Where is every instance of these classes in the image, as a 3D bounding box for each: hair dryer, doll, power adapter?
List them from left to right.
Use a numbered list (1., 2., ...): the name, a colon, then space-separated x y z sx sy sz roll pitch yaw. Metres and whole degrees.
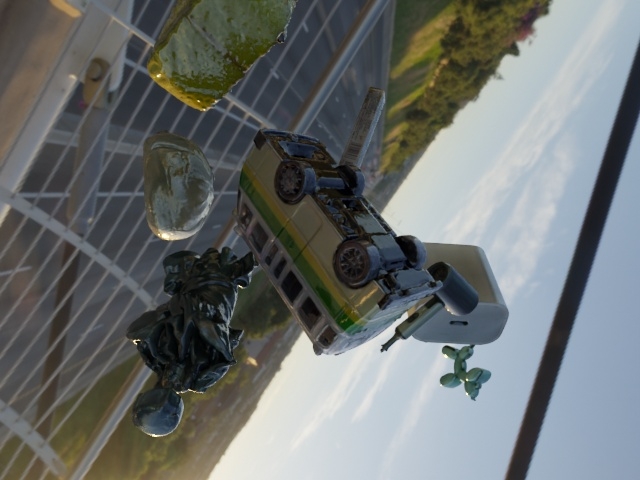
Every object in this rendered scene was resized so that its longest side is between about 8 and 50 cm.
1. hair dryer: 0.171 0.129 0.833 0.197 0.100 0.057 -45 -148 12
2. power adapter: 0.273 0.091 1.046 0.255 0.186 0.124 -89 -176 -54
3. doll: 0.406 0.371 1.363 0.158 0.059 0.160 -30 -134 53

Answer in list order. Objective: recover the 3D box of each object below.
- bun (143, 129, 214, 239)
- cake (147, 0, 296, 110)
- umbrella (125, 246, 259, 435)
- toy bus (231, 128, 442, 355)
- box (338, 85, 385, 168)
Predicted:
1. bun: -0.233 -0.092 0.808 0.173 0.113 0.167 102 -22 -46
2. cake: -0.164 -0.346 0.785 0.260 0.156 0.179 -31 -143 31
3. umbrella: -0.171 0.103 0.645 0.143 0.094 0.349 -15 -156 9
4. toy bus: 0.000 0.000 0.687 0.143 0.305 0.179 -7 143 -50
5. box: 0.088 -0.223 1.025 0.050 0.041 0.207 58 51 -70
